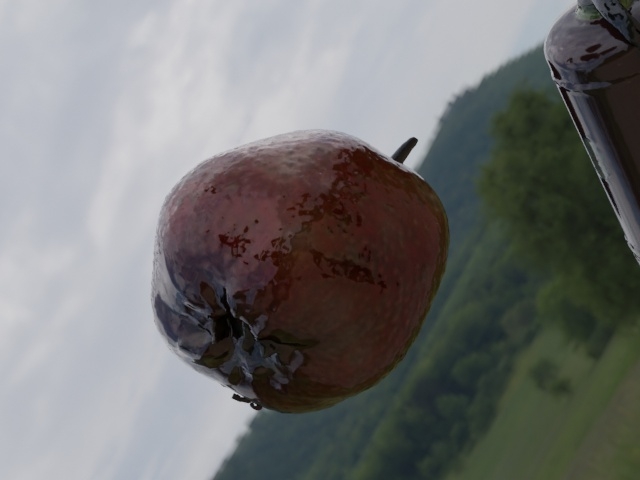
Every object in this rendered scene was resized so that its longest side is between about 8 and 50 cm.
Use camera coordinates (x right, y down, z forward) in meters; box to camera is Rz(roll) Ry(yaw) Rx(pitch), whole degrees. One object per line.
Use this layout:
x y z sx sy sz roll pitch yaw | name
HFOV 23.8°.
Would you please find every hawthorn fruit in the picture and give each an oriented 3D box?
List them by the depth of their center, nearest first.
0.000 0.000 1.549 0.369 0.284 0.285 -44 -19 -32 | hawthorn fruit

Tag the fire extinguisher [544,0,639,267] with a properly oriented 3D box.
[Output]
0.230 -0.068 1.015 0.105 0.341 0.141 -25 28 7 | fire extinguisher
